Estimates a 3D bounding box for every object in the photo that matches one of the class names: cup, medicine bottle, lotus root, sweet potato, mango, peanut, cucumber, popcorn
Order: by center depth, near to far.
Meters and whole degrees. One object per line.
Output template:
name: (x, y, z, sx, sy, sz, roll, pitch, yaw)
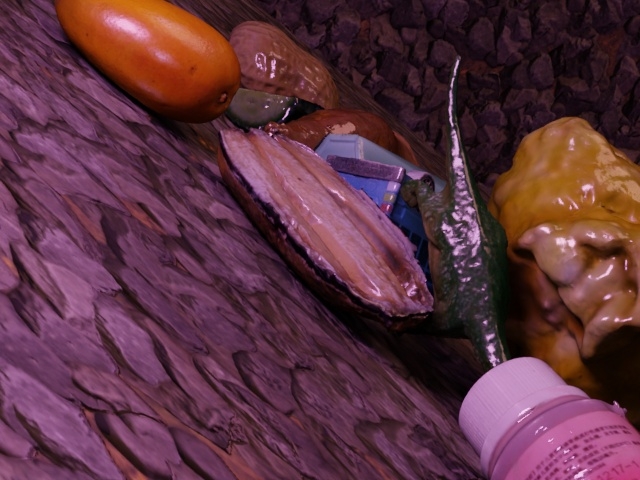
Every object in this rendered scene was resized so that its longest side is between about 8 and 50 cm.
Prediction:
medicine bottle: (0.220, 0.210, 1.343, 0.147, 0.147, 0.247, 33, 12, -43)
lotus root: (0.000, 0.001, 1.643, 0.167, 0.078, 0.329, 4, 33, -36)
mango: (-0.189, -0.208, 1.724, 0.219, 0.112, 0.145, 27, 13, -14)
popcorn: (0.306, 0.062, 1.756, 0.292, 0.293, 0.334, 33, -27, 36)
cup: (0.088, -0.045, 2.013, 0.235, 0.134, 0.148, 33, 10, -37)
sweet potato: (0.026, -0.118, 2.093, 0.131, 0.131, 0.336, 46, 10, 23)
cucumber: (-0.068, -0.166, 2.124, 0.116, 0.062, 0.115, 10, -3, 20)
peanut: (-0.047, -0.231, 2.380, 0.233, 0.110, 0.197, 37, 10, -18)

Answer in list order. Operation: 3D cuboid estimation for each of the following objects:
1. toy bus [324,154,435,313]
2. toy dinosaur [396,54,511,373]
toy bus: (0.093, -0.002, 1.817, 0.116, 0.134, 0.234, 11, -12, 37)
toy dinosaur: (0.170, 0.040, 1.583, 0.087, 0.447, 0.301, -3, 7, -22)
